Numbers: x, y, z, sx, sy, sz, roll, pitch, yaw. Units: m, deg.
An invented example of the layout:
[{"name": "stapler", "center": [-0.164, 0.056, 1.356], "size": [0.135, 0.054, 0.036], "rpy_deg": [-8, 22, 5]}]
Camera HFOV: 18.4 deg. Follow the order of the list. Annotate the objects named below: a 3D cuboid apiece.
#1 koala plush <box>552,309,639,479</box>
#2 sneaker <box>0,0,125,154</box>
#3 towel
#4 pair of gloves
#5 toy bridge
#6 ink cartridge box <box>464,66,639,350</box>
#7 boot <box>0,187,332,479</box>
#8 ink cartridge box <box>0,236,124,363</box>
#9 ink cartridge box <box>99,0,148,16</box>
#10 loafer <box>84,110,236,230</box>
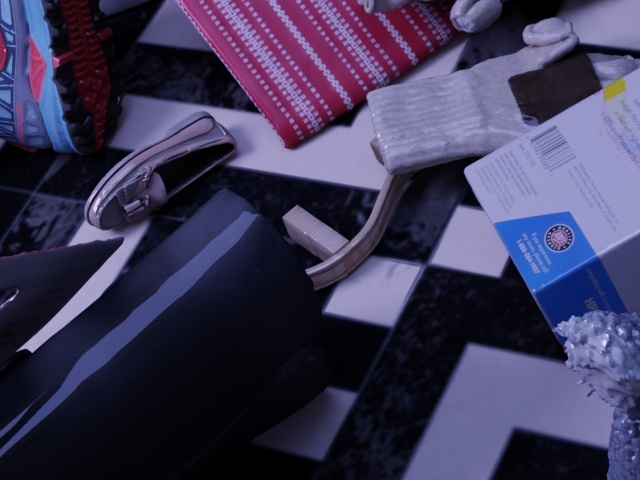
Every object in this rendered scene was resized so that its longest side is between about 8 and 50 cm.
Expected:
[{"name": "koala plush", "center": [0.221, 0.094, 1.060], "size": [0.196, 0.221, 0.203], "rpy_deg": [-16, 46, 7]}, {"name": "sneaker", "center": [-0.235, -0.189, 1.477], "size": [0.125, 0.261, 0.104], "rpy_deg": [0, 15, 24]}, {"name": "towel", "center": [0.028, -0.218, 1.495], "size": [0.275, 0.031, 0.199], "rpy_deg": [-35, 79, -11]}, {"name": "pair of gloves", "center": [0.129, -0.156, 1.413], "size": [0.204, 0.042, 0.240], "rpy_deg": [-3, 55, -2]}, {"name": "toy bridge", "center": [0.000, 0.000, 1.366], "size": [0.188, 0.026, 0.063], "rpy_deg": [-41, 49, -17]}, {"name": "ink cartridge box", "center": [0.224, -0.042, 1.258], "size": [0.231, 0.078, 0.134], "rpy_deg": [-29, 42, 5]}, {"name": "boot", "center": [-0.186, 0.131, 1.097], "size": [0.445, 0.367, 0.146], "rpy_deg": [-34, 78, -14]}, {"name": "ink cartridge box", "center": [-0.330, 0.096, 1.134], "size": [0.385, 0.308, 0.091], "rpy_deg": [-40, 80, 18]}, {"name": "ink cartridge box", "center": [-0.149, -0.390, 1.526], "size": [0.279, 0.384, 0.160], "rpy_deg": [-19, 46, 3]}, {"name": "loafer", "center": [-0.116, -0.048, 1.443], "size": [0.125, 0.045, 0.039], "rpy_deg": [-41, 55, -21]}]
